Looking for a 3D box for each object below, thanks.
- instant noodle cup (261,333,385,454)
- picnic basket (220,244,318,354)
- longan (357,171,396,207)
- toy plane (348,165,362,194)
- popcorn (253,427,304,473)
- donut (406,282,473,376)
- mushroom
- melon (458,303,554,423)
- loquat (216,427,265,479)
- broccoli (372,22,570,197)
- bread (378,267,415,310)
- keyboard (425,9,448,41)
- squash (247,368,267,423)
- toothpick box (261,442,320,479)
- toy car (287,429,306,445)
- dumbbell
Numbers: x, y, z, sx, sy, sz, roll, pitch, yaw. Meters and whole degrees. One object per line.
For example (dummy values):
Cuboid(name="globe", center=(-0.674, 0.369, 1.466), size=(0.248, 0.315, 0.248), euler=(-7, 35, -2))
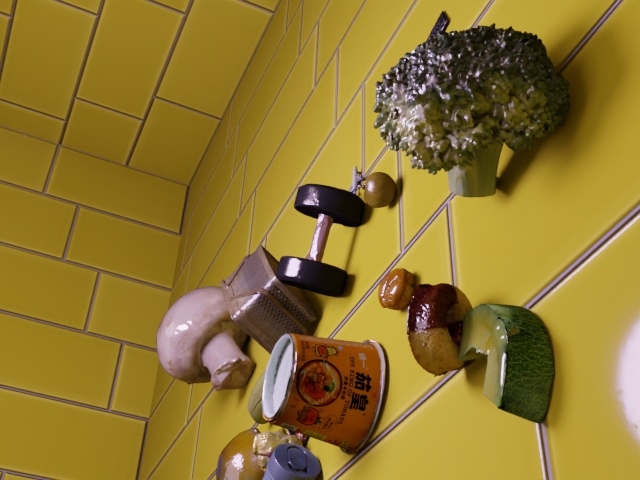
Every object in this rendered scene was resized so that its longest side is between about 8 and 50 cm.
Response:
Cuboid(name="instant noodle cup", center=(-0.001, 0.268, 1.584), size=(0.216, 0.172, 0.215), euler=(-164, 90, -73))
Cuboid(name="picnic basket", center=(-0.121, 0.141, 2.033), size=(0.139, 0.165, 0.266), euler=(-43, 22, 3))
Cuboid(name="longan", center=(0.113, -0.103, 1.747), size=(0.075, 0.083, 0.075), euler=(-50, -31, -45))
Cuboid(name="toy plane", center=(0.079, -0.133, 1.971), size=(0.078, 0.024, 0.084), euler=(-45, 26, 57))
Cuboid(name="popcorn", center=(-0.088, 0.439, 1.790), size=(0.096, 0.109, 0.089), euler=(-65, 13, -4))
Cuboid(name="donut", center=(0.180, 0.126, 1.267), size=(0.059, 0.140, 0.140), euler=(-19, 51, 37))
Cuboid(name="mushroom", center=(-0.291, 0.284, 2.405), size=(0.290, 0.298, 0.297), euler=(35, 112, 33))
Cuboid(name="melon", center=(0.241, 0.147, 1.153), size=(0.209, 0.064, 0.118), euler=(-131, 55, -73))
Cuboid(name="loquat", center=(-0.156, 0.501, 1.899), size=(0.195, 0.152, 0.152), euler=(-79, 17, -45))
Cuboid(name="broccoli", center=(0.209, -0.199, 1.284), size=(0.259, 0.235, 0.288), euler=(-70, 22, 13))
Cuboid(name="bread", center=(0.136, 0.087, 1.552), size=(0.083, 0.046, 0.081), euler=(-139, 70, -72))
Cuboid(name="keyboard", center=(0.215, -0.383, 1.818), size=(0.063, 0.010, 0.198), euler=(-96, 29, -56))
Cuboid(name="squash", center=(-0.107, 0.340, 1.992), size=(0.250, 0.083, 0.083), euler=(123, 157, -43))
Cuboid(name="toothpick box", center=(-0.072, 0.491, 1.710), size=(0.101, 0.101, 0.153), euler=(-109, 38, -62))
Cuboid(name="toy car", center=(-0.054, 0.394, 1.855), size=(0.122, 0.035, 0.059), euler=(-115, 46, -64))
Cuboid(name="dumbbell", center=(0.000, 0.000, 1.872), size=(0.152, 0.153, 0.218), euler=(168, 118, -70))
